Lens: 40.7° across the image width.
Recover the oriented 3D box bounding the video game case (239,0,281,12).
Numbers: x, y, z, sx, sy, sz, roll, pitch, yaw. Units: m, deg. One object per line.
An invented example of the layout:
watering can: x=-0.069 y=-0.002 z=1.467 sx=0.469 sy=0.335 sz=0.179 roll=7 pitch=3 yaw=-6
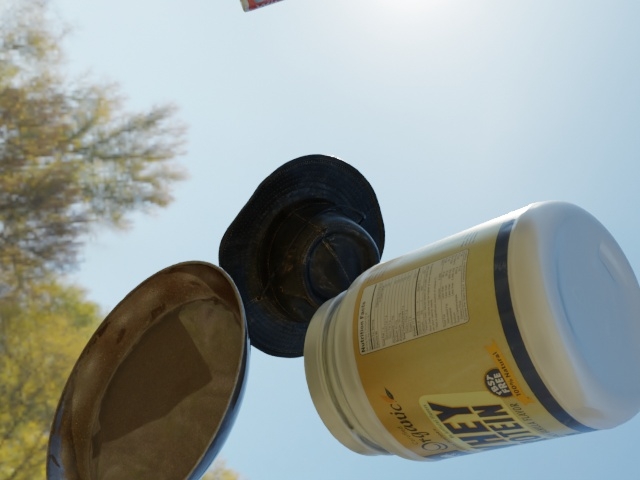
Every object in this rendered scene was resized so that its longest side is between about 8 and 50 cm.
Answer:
video game case: x=0.011 y=-0.403 z=1.010 sx=0.025 sy=0.285 sz=0.204 roll=120 pitch=-51 yaw=-81

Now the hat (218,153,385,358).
hat: x=0.014 y=0.045 z=1.280 sx=0.134 sy=0.331 sz=0.331 roll=26 pitch=-62 yaw=47

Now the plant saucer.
plant saucer: x=-0.179 y=0.168 z=0.928 sx=0.310 sy=0.050 sz=0.311 roll=-29 pitch=-137 yaw=31

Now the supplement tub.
supplement tub: x=0.158 y=0.109 z=0.915 sx=0.316 sy=0.228 sz=0.228 roll=-24 pitch=-107 yaw=40
